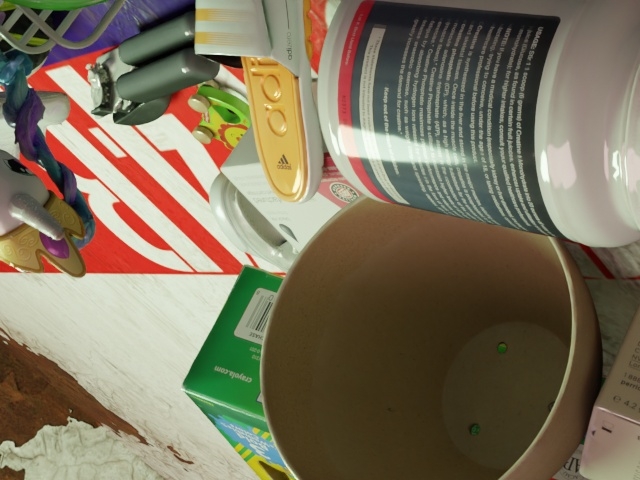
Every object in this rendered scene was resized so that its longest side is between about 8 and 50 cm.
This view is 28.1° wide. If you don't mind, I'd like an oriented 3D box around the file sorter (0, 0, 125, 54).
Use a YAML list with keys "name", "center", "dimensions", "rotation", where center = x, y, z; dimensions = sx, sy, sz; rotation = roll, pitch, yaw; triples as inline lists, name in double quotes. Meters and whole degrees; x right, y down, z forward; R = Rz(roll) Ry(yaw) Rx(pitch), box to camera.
- name: "file sorter"
  center: [-0.294, -0.273, 1.143]
  dimensions: [0.278, 0.193, 0.173]
  rotation: [4, 146, 49]

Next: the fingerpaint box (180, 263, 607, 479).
- name: "fingerpaint box"
  center: [0.126, 0.234, 1.350]
  dimensions: [0.445, 0.163, 0.371]
  rotation: [17, 156, 25]

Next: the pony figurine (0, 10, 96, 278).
- name: "pony figurine"
  center: [-0.344, -0.096, 1.011]
  dimensions: [0.363, 0.303, 0.351]
  rotation: [50, 156, -13]

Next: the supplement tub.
- name: "supplement tub"
  center: [0.152, -0.101, 0.899]
  dimensions: [0.272, 0.191, 0.191]
  rotation: [14, 150, 38]

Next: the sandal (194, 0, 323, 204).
- name: "sandal"
  center: [-0.058, -0.152, 1.077]
  dimensions: [0.102, 0.076, 0.265]
  rotation: [4, 109, 50]

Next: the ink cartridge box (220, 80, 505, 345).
- name: "ink cartridge box"
  center: [0.075, -0.022, 1.242]
  dimensions: [0.207, 0.117, 0.283]
  rotation: [-2, 139, 51]

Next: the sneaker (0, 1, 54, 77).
- name: "sneaker"
  center: [-0.477, -0.290, 1.403]
  dimensions: [0.385, 0.145, 0.147]
  rotation: [39, 156, -9]

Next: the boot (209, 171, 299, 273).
- name: "boot"
  center: [0.000, 0.000, 1.440]
  dimensions: [0.123, 0.095, 0.258]
  rotation: [-5, 144, 47]

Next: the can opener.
- name: "can opener"
  center: [-0.172, -0.179, 1.341]
  dimensions: [0.093, 0.074, 0.280]
  rotation: [6, 172, -29]

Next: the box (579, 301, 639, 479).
- name: "box"
  center: [0.309, 0.088, 1.009]
  dimensions: [0.127, 0.232, 0.148]
  rotation: [22, 155, 18]

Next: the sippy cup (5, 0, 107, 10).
- name: "sippy cup"
  center: [-0.162, -0.285, 0.846]
  dimensions: [0.240, 0.305, 0.224]
  rotation: [53, 163, -14]

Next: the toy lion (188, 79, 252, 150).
- name: "toy lion"
  center: [-0.090, -0.123, 1.375]
  dimensions: [0.096, 0.034, 0.100]
  rotation: [21, 154, 10]

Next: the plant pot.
- name: "plant pot"
  center: [0.120, 0.108, 1.070]
  dimensions: [0.284, 0.284, 0.191]
  rotation: [13, 170, 39]
